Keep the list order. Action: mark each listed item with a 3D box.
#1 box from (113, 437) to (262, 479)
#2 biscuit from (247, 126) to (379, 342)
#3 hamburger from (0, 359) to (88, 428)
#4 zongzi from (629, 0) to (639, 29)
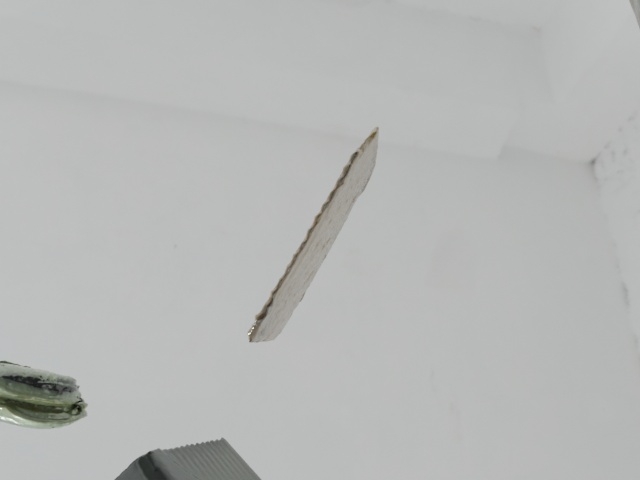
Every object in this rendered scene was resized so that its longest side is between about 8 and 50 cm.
[{"bbox_3d":[-0.132,0.342,0.987,0.138,0.274,0.178,-44,-109,7],"label":"box"},{"bbox_3d":[0.000,0.000,0.809,0.013,0.237,0.232,30,-94,5],"label":"biscuit"},{"bbox_3d":[-0.340,0.177,0.945,0.140,0.133,0.062,9,-96,6],"label":"hamburger"},{"bbox_3d":[0.253,-0.224,0.357,0.138,0.286,0.300,5,-112,-49],"label":"zongzi"}]
